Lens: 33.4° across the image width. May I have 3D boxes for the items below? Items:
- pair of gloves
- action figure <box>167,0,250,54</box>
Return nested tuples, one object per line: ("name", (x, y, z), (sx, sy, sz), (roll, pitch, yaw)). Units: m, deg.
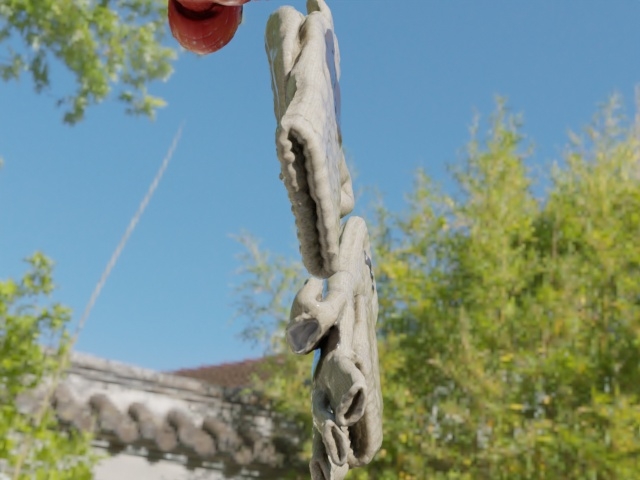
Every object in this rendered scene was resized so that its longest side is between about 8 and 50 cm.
("pair of gloves", (0.000, 0.000, 0.562), (0.042, 0.204, 0.240), (-6, -57, 6))
("action figure", (-0.022, -0.176, 0.293), (0.091, 0.139, 0.280), (18, -35, 7))
